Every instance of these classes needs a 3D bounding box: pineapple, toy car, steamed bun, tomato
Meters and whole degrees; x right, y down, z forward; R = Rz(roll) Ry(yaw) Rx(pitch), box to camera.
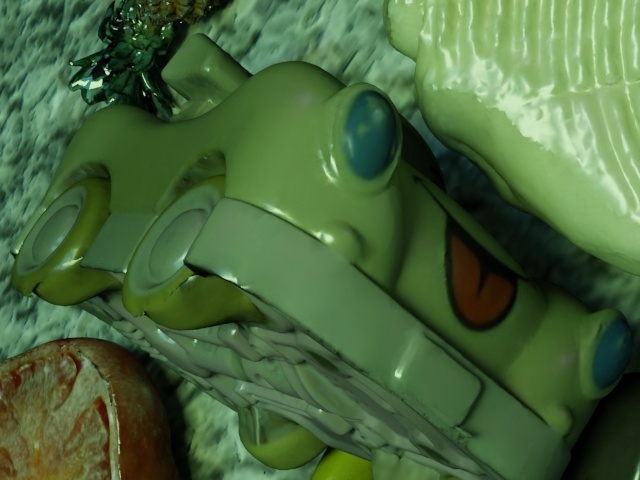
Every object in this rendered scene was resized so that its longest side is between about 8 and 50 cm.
[{"bbox_3d":[-0.119,-0.188,0.966,0.103,0.083,0.221,48,116,32],"label":"pineapple"},{"bbox_3d":[0.000,0.000,0.705,0.336,0.242,0.226,1,56,57],"label":"toy car"},{"bbox_3d":[0.173,-0.152,0.662,0.275,0.206,0.320,21,98,22],"label":"steamed bun"},{"bbox_3d":[-0.191,0.185,0.983,0.236,0.095,0.237,-5,83,42],"label":"tomato"}]

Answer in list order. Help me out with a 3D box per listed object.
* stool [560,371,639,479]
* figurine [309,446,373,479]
[{"bbox_3d":[0.189,0.107,0.674,0.121,0.125,0.217,4,68,58],"label":"stool"},{"bbox_3d":[-0.041,0.275,0.810,0.326,0.169,0.218,-37,72,26],"label":"figurine"}]
